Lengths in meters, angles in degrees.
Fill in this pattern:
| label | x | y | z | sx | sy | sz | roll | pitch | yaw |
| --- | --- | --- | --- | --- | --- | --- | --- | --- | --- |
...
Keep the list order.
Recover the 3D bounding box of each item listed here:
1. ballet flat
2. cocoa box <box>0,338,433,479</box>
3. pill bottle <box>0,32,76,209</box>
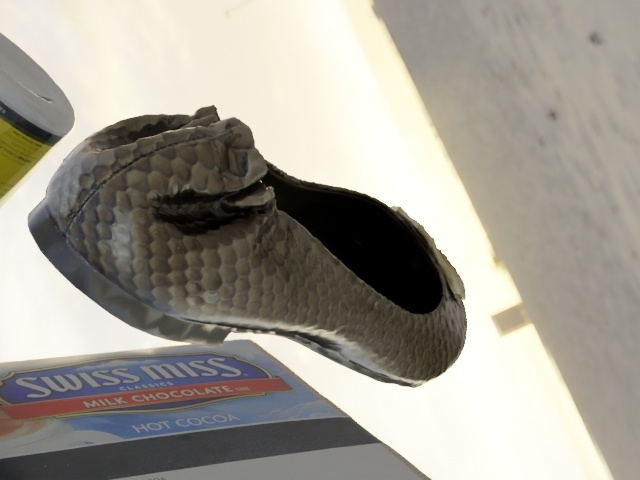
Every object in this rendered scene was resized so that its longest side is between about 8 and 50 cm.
| label | x | y | z | sx | sy | sz | roll | pitch | yaw |
| --- | --- | --- | --- | --- | --- | --- | --- | --- | --- |
| ballet flat | 0.000 | 0.000 | 0.464 | 0.084 | 0.058 | 0.250 | 44 | -167 | 25 |
| cocoa box | -0.143 | 0.214 | 0.841 | 0.228 | 0.347 | 0.231 | 33 | 119 | 49 |
| pill bottle | -0.248 | -0.043 | 0.883 | 0.103 | 0.184 | 0.103 | 43 | -170 | -9 |
